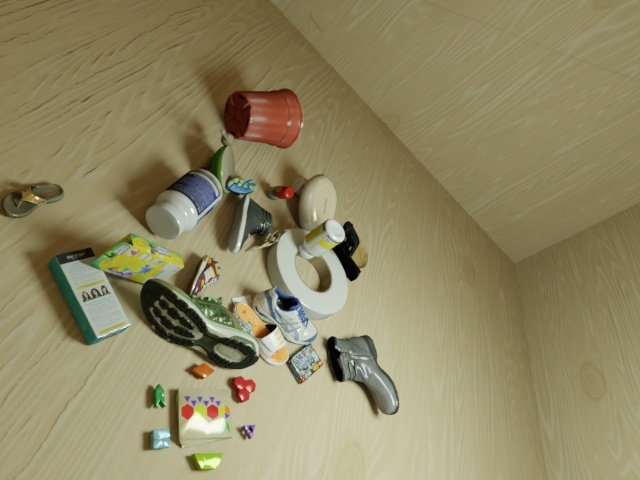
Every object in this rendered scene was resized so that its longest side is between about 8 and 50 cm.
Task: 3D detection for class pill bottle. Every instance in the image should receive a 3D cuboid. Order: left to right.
[{"bbox_3d":[-0.452,-0.122,1.548,0.153,0.153,0.264,46,35,-12],"label":"pill bottle"},{"bbox_3d":[-0.050,-0.224,2.167,0.160,0.087,0.087,34,40,-28],"label":"pill bottle"},{"bbox_3d":[0.000,0.000,1.830,0.103,0.184,0.103,30,42,-31],"label":"pill bottle"}]

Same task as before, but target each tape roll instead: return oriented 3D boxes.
[{"bbox_3d":[-0.048,0.132,1.889,0.392,0.072,0.392,30,42,-31],"label":"tape roll"}]

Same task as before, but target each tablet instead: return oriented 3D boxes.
[{"bbox_3d":[-0.268,0.219,1.612,0.083,0.006,0.054,-3,64,-51],"label":"tablet"}]

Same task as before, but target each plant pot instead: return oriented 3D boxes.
[{"bbox_3d":[-0.264,-0.547,2.054,0.265,0.272,0.272,-9,69,-44],"label":"plant pot"},{"bbox_3d":[0.137,0.036,2.222,0.236,0.032,0.236,29,43,-31],"label":"plant pot"}]

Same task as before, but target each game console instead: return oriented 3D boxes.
[{"bbox_3d":[0.111,0.040,1.953,0.044,0.361,0.213,-31,76,-18],"label":"game console"}]

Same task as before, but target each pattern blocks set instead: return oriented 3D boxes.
[{"bbox_3d":[-0.321,0.490,1.305,0.325,0.026,0.285,26,44,-35],"label":"pattern blocks set"}]

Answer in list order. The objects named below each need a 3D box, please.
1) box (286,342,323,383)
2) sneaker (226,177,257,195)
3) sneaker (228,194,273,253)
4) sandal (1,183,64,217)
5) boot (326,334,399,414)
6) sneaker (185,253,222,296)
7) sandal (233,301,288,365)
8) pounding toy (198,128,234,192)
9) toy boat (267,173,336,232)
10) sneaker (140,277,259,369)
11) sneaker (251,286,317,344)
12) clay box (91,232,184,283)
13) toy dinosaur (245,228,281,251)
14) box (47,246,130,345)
[{"bbox_3d":[-0.055,0.439,1.662,0.094,0.027,0.137,59,35,4],"label":"box"},{"bbox_3d":[-0.316,-0.203,1.830,0.067,0.078,0.188,62,19,3],"label":"sneaker"},{"bbox_3d":[-0.255,-0.043,1.757,0.147,0.104,0.295,31,37,-23],"label":"sneaker"},{"bbox_3d":[-0.774,-0.120,1.257,0.072,0.049,0.180,52,35,-4],"label":"sandal"},{"bbox_3d":[0.149,0.524,1.779,0.223,0.118,0.338,5,47,-45],"label":"boot"},{"bbox_3d":[-0.372,0.128,1.509,0.084,0.069,0.185,33,41,-20],"label":"sneaker"},{"bbox_3d":[-0.190,0.309,1.563,0.265,0.076,0.102,51,36,-9],"label":"sandal"},{"bbox_3d":[-0.404,-0.302,1.784,0.183,0.110,0.236,-52,145,-84],"label":"pounding toy"},{"bbox_3d":[-0.074,-0.179,2.042,0.318,0.148,0.267,16,85,-37],"label":"toy boat"},{"bbox_3d":[-0.358,0.230,1.410,0.410,0.158,0.182,42,21,-25],"label":"sneaker"},{"bbox_3d":[-0.101,0.272,1.656,0.296,0.131,0.112,37,36,-29],"label":"sneaker"},{"bbox_3d":[-0.509,0.054,1.299,0.222,0.127,0.053,38,25,-55],"label":"clay box"},{"bbox_3d":[-0.201,0.006,1.793,0.053,0.092,0.183,50,39,1],"label":"toy dinosaur"},{"bbox_3d":[-0.609,0.144,1.222,0.100,0.060,0.244,-20,78,-55],"label":"box"}]
